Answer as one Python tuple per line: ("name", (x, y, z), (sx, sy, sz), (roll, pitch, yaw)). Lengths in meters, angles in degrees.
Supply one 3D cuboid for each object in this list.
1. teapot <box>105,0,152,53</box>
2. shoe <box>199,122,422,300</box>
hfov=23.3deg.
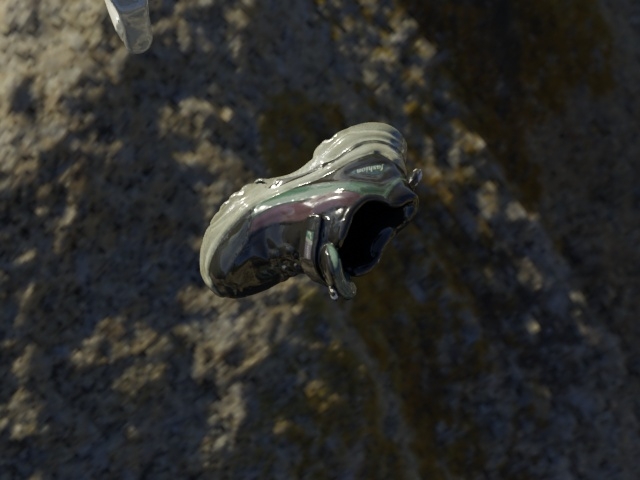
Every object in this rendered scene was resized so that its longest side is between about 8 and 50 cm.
("teapot", (-0.188, -0.295, 1.322), (0.204, 0.298, 0.139), (-26, 62, -9))
("shoe", (0.000, 0.000, 1.041), (0.071, 0.169, 0.099), (47, 10, -48))
